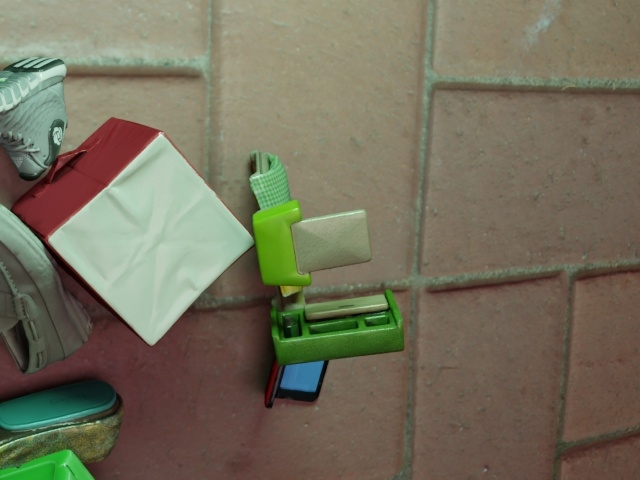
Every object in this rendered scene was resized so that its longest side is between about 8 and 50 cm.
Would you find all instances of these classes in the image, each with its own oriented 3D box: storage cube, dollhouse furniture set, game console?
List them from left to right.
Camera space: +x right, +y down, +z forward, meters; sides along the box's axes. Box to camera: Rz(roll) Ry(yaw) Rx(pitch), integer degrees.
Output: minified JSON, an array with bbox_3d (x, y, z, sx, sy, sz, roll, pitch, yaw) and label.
[{"bbox_3d":[-0.231,-0.017,1.133,0.183,0.193,0.215,-45,119,-13],"label":"storage cube"},{"bbox_3d":[-0.024,0.171,1.352,0.085,0.124,0.144,15,93,-4],"label":"game console"},{"bbox_3d":[0.000,0.000,1.186,0.151,0.301,0.197,-9,110,-2],"label":"dollhouse furniture set"}]

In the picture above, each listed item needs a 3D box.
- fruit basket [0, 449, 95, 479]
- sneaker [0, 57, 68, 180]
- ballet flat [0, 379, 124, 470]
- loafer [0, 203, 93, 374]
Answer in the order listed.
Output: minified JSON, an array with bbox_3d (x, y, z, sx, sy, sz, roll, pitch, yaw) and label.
[{"bbox_3d":[-0.379,0.467,1.101,0.392,0.283,0.391,-4,109,-11],"label":"fruit basket"},{"bbox_3d":[-0.363,-0.118,1.067,0.229,0.086,0.132,-42,134,-49],"label":"sneaker"},{"bbox_3d":[-0.414,0.252,1.143,0.349,0.123,0.123,-4,102,-28],"label":"ballet flat"},{"bbox_3d":[-0.355,0.056,1.060,0.111,0.112,0.319,-45,149,-21],"label":"loafer"}]
